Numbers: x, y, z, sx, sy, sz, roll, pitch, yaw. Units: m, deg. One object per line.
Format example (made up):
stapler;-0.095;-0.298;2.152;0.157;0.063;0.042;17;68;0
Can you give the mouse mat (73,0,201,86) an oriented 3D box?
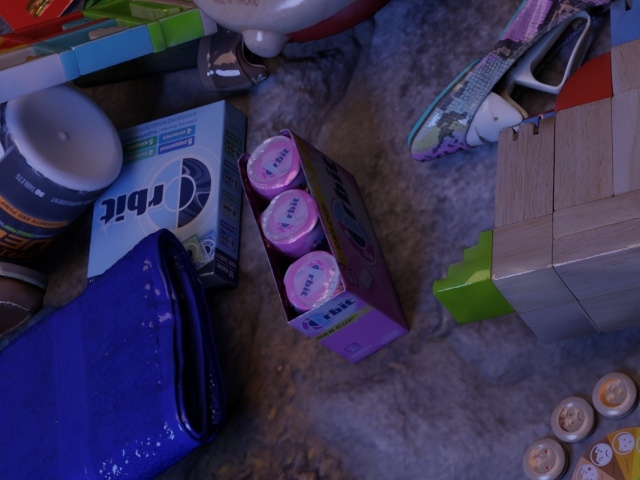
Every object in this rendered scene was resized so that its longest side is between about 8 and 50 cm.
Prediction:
mouse mat;-0.182;-0.242;1.653;0.190;0.007;0.152;-5;70;33

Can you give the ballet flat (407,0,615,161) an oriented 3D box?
ballet flat;0.168;-0.141;1.334;0.079;0.077;0.221;41;94;20

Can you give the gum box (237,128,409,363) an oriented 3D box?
gum box;0.000;0.000;1.351;0.062;0.107;0.188;-32;53;18

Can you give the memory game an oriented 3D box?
memory game;0.231;0.184;1.165;0.186;0.012;0.186;-15;61;29

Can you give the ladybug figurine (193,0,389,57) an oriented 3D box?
ladybug figurine;0.021;-0.368;1.479;0.305;0.162;0.449;11;75;37

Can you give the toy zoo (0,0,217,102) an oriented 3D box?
toy zoo;-0.269;-0.180;1.507;0.293;0.030;0.192;-22;21;-22

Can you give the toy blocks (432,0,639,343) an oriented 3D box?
toy blocks;0.282;-0.081;1.174;0.381;0.191;0.260;-15;49;28

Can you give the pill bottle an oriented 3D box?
pill bottle;-0.312;-0.042;1.553;0.246;0.130;0.130;-40;49;38

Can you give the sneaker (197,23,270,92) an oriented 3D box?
sneaker;-0.076;-0.233;1.558;0.071;0.066;0.188;-2;72;16

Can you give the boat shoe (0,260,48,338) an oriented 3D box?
boat shoe;-0.375;0.096;1.560;0.307;0.111;0.104;-19;57;47

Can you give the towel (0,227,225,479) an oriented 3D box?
towel;-0.215;0.156;1.432;0.308;0.076;0.227;-34;46;28

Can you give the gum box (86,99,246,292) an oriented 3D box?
gum box;-0.150;-0.031;1.514;0.157;0.041;0.184;-13;62;30

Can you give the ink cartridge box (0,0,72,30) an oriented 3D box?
ink cartridge box;-0.350;-0.439;1.818;0.308;0.091;0.385;-50;49;5
